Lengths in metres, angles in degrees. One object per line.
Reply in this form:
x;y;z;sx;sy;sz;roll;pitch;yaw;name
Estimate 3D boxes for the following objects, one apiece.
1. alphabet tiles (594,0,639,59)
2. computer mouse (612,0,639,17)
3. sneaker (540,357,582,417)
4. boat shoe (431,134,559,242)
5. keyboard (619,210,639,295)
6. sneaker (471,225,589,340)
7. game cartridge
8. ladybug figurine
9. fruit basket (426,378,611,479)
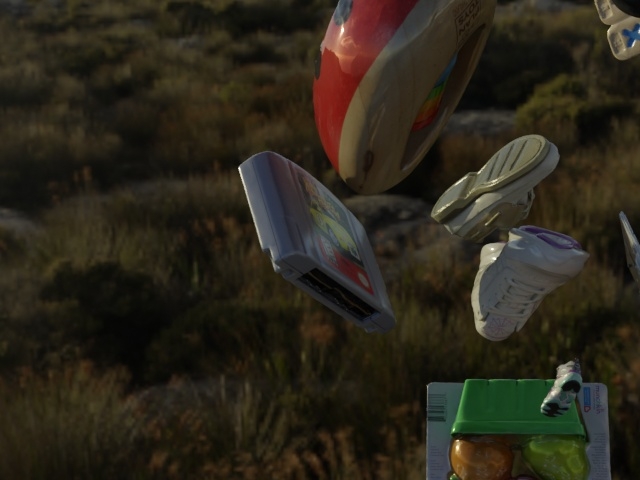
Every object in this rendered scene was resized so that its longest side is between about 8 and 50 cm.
0.512;-0.381;1.486;0.021;0.284;0.278;-16;-5;-45;alphabet tiles
0.494;-0.304;1.359;0.242;0.041;0.071;2;12;-1;computer mouse
0.361;0.214;1.560;0.038;0.098;0.069;26;41;-4;sneaker
0.318;-0.084;1.811;0.113;0.103;0.302;-57;13;-30;boat shoe
0.381;0.030;1.266;0.014;0.072;0.256;-18;-19;13;keyboard
0.284;0.067;1.460;0.114;0.152;0.305;19;-10;-1;sneaker
0.000;0.000;1.442;0.060;0.196;0.294;-33;-35;15;game cartridge
0.099;-0.234;1.401;0.162;0.449;0.305;34;66;10;ladybug figurine
0.352;0.427;1.875;0.327;0.353;0.165;-2;-16;11;fruit basket
